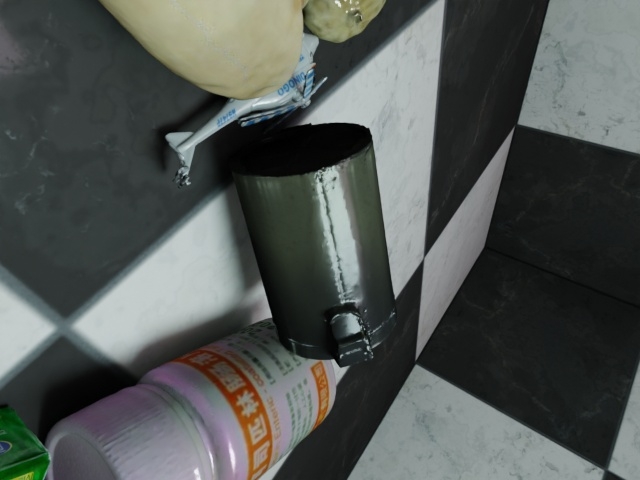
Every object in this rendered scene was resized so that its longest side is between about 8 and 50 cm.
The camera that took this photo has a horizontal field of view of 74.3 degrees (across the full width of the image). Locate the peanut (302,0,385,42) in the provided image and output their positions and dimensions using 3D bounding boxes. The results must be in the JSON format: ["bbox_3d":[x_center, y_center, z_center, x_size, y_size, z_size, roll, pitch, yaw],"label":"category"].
[{"bbox_3d":[0.044,-0.379,0.552,0.129,0.129,0.224,-4,113,-59],"label":"peanut"}]

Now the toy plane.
[{"bbox_3d":[-0.096,-0.182,0.542,0.273,0.107,0.182,-40,-168,-7],"label":"toy plane"}]

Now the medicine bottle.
[{"bbox_3d":[-0.160,0.267,0.632,0.388,0.219,0.219,-13,123,-55],"label":"medicine bottle"}]

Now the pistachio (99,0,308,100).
[{"bbox_3d":[-0.103,-0.250,0.340,0.187,0.188,0.299,-62,152,-5],"label":"pistachio"}]

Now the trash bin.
[{"bbox_3d":[0.000,0.000,0.630,0.203,0.252,0.301,-14,117,-4],"label":"trash bin"}]

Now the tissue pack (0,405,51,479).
[{"bbox_3d":[-0.360,0.265,0.352,0.209,0.156,0.147,15,102,-63],"label":"tissue pack"}]
